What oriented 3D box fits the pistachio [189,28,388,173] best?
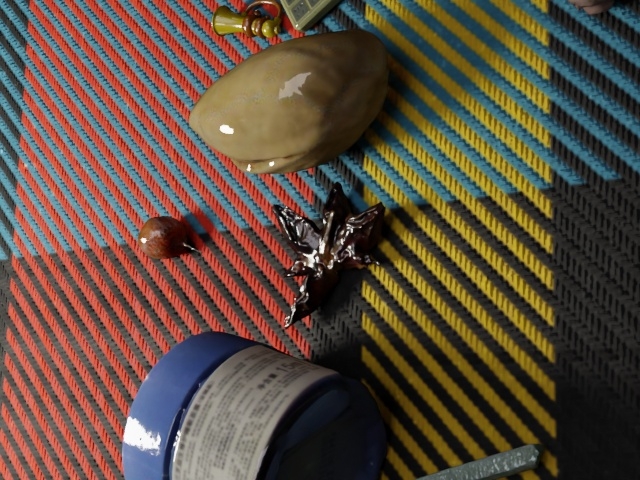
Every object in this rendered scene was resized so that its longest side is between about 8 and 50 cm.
[{"bbox_3d":[-0.035,-0.181,1.423,0.293,0.162,0.181,-20,52,37],"label":"pistachio"}]

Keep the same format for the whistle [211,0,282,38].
[{"bbox_3d":[-0.097,-0.317,1.582,0.109,0.057,0.046,11,132,30],"label":"whistle"}]

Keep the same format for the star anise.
[{"bbox_3d":[0.002,0.000,1.425,0.212,0.053,0.157,-40,61,27],"label":"star anise"}]

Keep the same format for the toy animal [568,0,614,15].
[{"bbox_3d":[0.349,-0.340,1.192,0.212,0.124,0.124,-27,66,24],"label":"toy animal"}]

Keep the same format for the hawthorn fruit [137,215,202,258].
[{"bbox_3d":[-0.215,0.000,1.585,0.103,0.067,0.067,16,91,36],"label":"hawthorn fruit"}]

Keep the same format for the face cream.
[{"bbox_3d":[-0.074,0.252,1.310,0.225,0.249,0.249,15,91,39],"label":"face cream"}]

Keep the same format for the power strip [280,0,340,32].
[{"bbox_3d":[0.015,-0.363,1.502,0.169,0.028,0.076,-40,59,25],"label":"power strip"}]

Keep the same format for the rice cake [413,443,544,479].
[{"bbox_3d":[0.180,0.264,1.250,0.170,0.033,0.029,-27,62,32],"label":"rice cake"}]
